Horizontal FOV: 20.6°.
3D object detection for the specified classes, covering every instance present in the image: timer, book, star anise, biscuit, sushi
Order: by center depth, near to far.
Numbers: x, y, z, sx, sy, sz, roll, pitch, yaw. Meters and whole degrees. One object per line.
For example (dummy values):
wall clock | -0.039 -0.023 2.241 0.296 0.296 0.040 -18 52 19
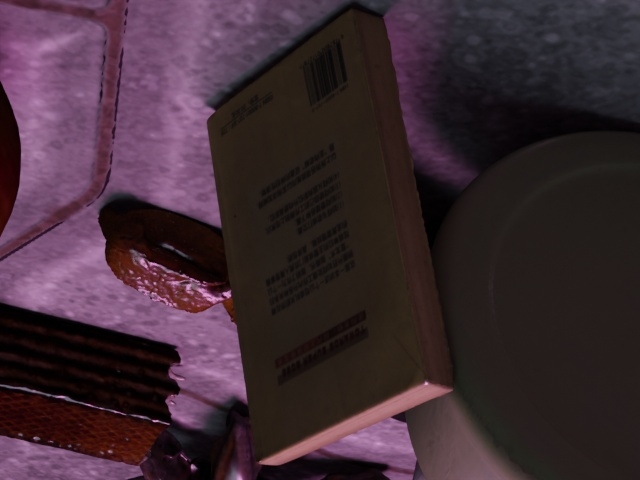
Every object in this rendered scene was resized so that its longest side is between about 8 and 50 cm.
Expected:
book | 0.000 0.000 1.035 0.026 0.231 0.161 8 154 -38
timer | 0.162 0.133 1.128 0.291 0.291 0.315 13 143 -9
sushi | -0.104 0.018 1.255 0.120 0.052 0.055 20 148 -19
biscuit | -0.234 0.112 1.426 0.252 0.070 0.106 15 150 -12
star anise | -0.069 0.249 1.575 0.283 0.129 0.212 34 135 -24

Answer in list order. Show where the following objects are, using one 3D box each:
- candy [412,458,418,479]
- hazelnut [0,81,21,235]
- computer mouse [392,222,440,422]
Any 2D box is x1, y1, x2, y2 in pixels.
candy | 0.123 0.179 1.372 0.092 0.160 0.073 -13 140 42
hazelnut | -0.274 -0.059 1.041 0.208 0.208 0.208 6 149 3
computer mouse | 0.058 0.048 1.208 0.264 0.088 0.147 16 115 -39
